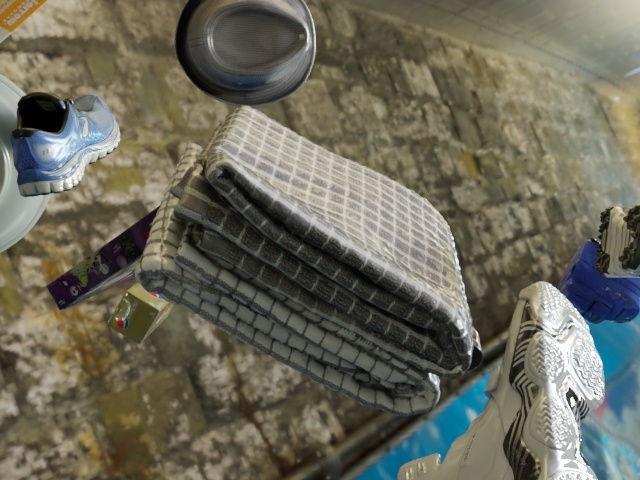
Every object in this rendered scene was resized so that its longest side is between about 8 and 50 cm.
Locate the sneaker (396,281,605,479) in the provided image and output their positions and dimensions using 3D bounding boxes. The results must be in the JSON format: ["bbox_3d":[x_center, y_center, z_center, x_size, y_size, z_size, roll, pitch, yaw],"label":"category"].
[{"bbox_3d":[0.201,0.218,0.963,0.210,0.137,0.366,-29,-145,37],"label":"sneaker"}]

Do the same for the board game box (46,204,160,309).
[{"bbox_3d":[-0.209,-0.013,1.193,0.347,0.056,0.208,-30,-177,36],"label":"board game box"}]

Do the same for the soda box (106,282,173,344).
[{"bbox_3d":[-0.263,0.098,1.291,0.061,0.058,0.181,-58,-177,8],"label":"soda box"}]

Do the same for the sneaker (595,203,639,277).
[{"bbox_3d":[0.345,0.006,0.857,0.106,0.078,0.234,8,-179,8],"label":"sneaker"}]

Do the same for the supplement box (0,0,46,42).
[{"bbox_3d":[-0.205,-0.148,0.455,0.062,0.036,0.098,-37,149,13],"label":"supplement box"}]

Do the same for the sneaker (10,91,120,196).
[{"bbox_3d":[-0.450,-0.204,1.494,0.129,0.147,0.330,-5,-153,6],"label":"sneaker"}]

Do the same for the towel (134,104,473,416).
[{"bbox_3d":[0.000,0.000,0.753,0.121,0.283,0.235,-54,-167,24],"label":"towel"}]

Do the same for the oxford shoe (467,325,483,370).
[{"bbox_3d":[0.128,0.124,1.214,0.076,0.212,0.076,-82,-166,-52],"label":"oxford shoe"}]

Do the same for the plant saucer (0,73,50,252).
[{"bbox_3d":[-0.694,-0.137,1.565,0.400,0.400,0.100,-21,-160,-19],"label":"plant saucer"}]

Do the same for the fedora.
[{"bbox_3d":[-0.117,-0.361,1.513,0.275,0.244,0.124,-1,-170,-20],"label":"fedora"}]

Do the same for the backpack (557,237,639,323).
[{"bbox_3d":[0.422,0.074,1.258,0.101,0.120,0.098,-58,170,-16],"label":"backpack"}]
